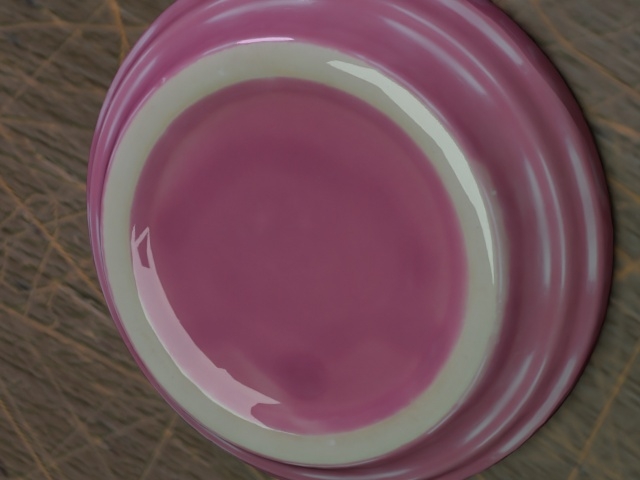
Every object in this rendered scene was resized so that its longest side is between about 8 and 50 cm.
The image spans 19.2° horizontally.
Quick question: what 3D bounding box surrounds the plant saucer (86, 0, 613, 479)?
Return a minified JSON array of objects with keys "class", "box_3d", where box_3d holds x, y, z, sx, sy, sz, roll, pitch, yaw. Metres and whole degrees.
[{"class":"plant saucer","box_3d":[0.000,0.000,1.098,0.332,0.084,0.332,7,107,22]}]
